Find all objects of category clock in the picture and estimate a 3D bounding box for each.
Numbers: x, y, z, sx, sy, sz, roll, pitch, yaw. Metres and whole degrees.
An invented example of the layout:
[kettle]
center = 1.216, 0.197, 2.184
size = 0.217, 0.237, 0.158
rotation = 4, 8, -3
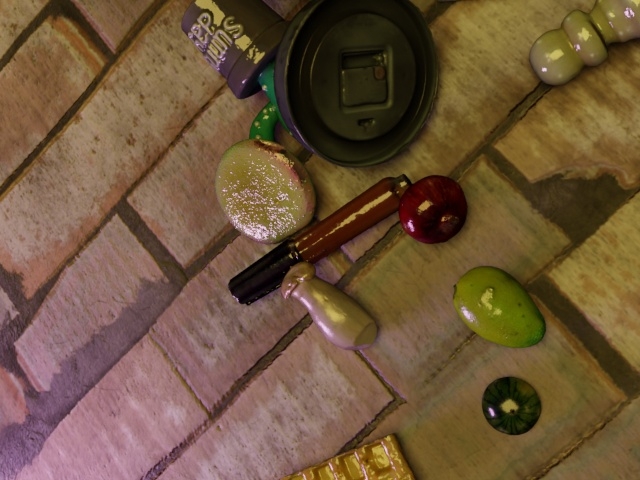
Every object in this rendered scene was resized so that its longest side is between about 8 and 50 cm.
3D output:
[clock]
center = 0.068, -0.294, 1.353
size = 0.067, 0.325, 0.325
rotation = 27, 97, 57

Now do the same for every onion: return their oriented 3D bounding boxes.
[onion]
center = 0.208, -0.057, 1.372
size = 0.131, 0.131, 0.131
rotation = -2, 86, 21

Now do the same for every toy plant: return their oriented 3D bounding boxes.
[toy plant]
center = -0.092, -0.323, 1.477
size = 0.400, 0.185, 0.279
rotation = 45, 94, 1

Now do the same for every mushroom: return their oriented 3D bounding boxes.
[mushroom]
center = 0.018, 0.130, 1.431
size = 0.212, 0.097, 0.088
rotation = 47, 68, -3

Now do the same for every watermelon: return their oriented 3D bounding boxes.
[watermelon]
center = 0.336, 0.297, 1.329
size = 0.105, 0.062, 0.105
rotation = 0, 91, 22

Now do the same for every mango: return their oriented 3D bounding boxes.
[mango]
center = 0.318, 0.121, 1.330
size = 0.178, 0.100, 0.119
rotation = 37, 97, 11

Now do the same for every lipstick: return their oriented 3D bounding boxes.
[lipstick]
center = 0.000, 0.000, 1.471
size = 0.418, 0.077, 0.077
rotation = -33, 76, 14

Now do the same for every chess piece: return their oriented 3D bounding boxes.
[chess piece]
center = 0.479, -0.363, 1.300
size = 0.243, 0.133, 0.133
rotation = -34, 75, 23

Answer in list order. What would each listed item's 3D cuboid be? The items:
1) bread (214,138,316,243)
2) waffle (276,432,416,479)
[bread]
center = -0.114, -0.092, 1.490
size = 0.228, 0.033, 0.228
rotation = 10, 118, 20
[waffle]
center = 0.058, 0.486, 1.424
size = 0.274, 0.057, 0.168
rotation = -28, 77, 17
